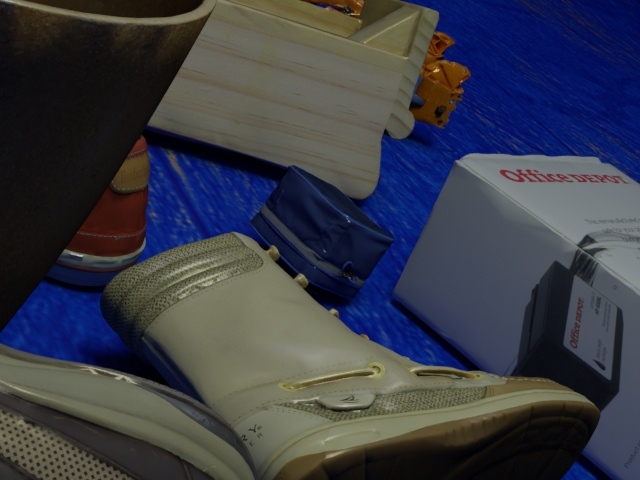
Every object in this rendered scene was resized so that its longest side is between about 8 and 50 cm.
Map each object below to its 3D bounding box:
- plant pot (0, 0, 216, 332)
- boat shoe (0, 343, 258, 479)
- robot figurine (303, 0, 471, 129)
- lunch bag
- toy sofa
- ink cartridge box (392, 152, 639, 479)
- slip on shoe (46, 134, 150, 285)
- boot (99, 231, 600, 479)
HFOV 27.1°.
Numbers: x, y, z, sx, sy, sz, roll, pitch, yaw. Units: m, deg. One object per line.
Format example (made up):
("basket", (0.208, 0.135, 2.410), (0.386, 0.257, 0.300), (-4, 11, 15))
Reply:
("plant pot", (-0.198, -0.035, 0.570), (0.237, 0.254, 0.237), (20, 23, -9))
("boat shoe", (-0.175, 0.091, 0.464), (0.355, 0.132, 0.130), (17, 33, -23))
("robot figurine", (0.007, -0.223, 1.373), (0.291, 0.085, 0.211), (25, 22, -16))
("lunch bag", (0.000, 0.000, 0.957), (0.067, 0.065, 0.098), (25, 14, -45))
("toy sofa", (-0.099, -0.168, 1.129), (0.362, 0.177, 0.150), (14, 10, -22))
("ink cartridge box", (0.241, 0.069, 0.965), (0.223, 0.129, 0.307), (-2, 34, -48))
("slip on shoe", (-0.248, -0.089, 0.850), (0.331, 0.101, 0.123), (28, 24, 12))
("boot", (0.021, 0.078, 0.769), (0.262, 0.095, 0.203), (-2, 33, -41))
